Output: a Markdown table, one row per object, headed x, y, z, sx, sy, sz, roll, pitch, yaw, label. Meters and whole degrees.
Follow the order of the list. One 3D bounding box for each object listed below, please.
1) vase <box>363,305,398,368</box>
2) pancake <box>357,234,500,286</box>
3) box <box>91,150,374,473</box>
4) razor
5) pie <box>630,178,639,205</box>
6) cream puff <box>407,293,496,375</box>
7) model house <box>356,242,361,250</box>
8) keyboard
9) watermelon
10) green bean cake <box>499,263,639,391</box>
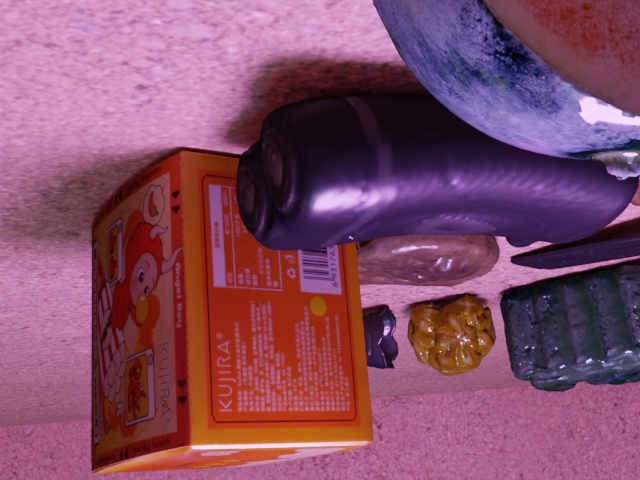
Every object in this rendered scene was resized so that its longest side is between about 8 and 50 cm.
| x | y | z | sx | sy | sz | roll | pitch | yaw | label |
| --- | --- | --- | --- | --- | --- | --- | --- | --- | --- |
| 0.007 | 0.175 | 1.704 | 0.238 | 0.115 | 0.115 | -4 | 165 | 18 | vase |
| 0.125 | 0.036 | 1.331 | 0.242 | 0.050 | 0.242 | -4 | 163 | -1 | pancake |
| -0.109 | 0.089 | 1.029 | 0.214 | 0.283 | 0.260 | 7 | 160 | -32 | box |
| 0.103 | -0.056 | 0.892 | 0.349 | 0.113 | 0.204 | 0 | 164 | -22 | razor |
| 0.369 | -0.069 | 1.067 | 0.092 | 0.034 | 0.170 | -13 | 163 | 14 | pie |
| 0.220 | 0.160 | 1.656 | 0.156 | 0.121 | 0.156 | 1 | 161 | 0 | cream puff |
| 0.000 | 0.000 | 1.185 | 0.083 | 0.057 | 0.058 | -23 | -168 | -5 | model house |
| 0.428 | 0.001 | 1.308 | 0.104 | 0.041 | 0.381 | 8 | 159 | -39 | keyboard |
| 0.169 | -0.108 | 0.623 | 0.322 | 0.175 | 0.188 | 3 | 161 | -22 | watermelon |
| 0.492 | 0.151 | 1.625 | 0.300 | 0.169 | 0.308 | -18 | 161 | 37 | green bean cake |
